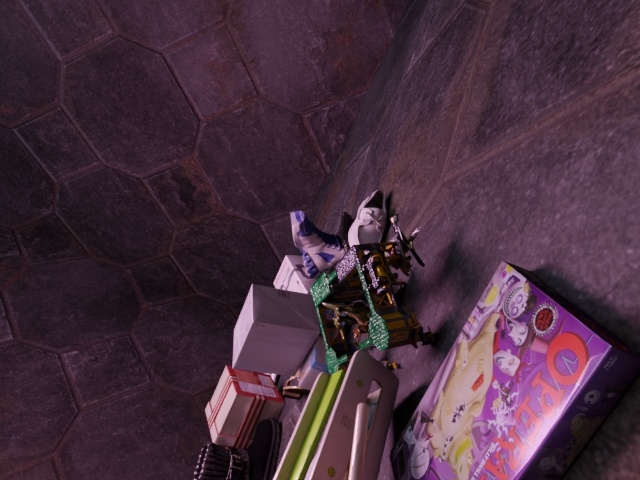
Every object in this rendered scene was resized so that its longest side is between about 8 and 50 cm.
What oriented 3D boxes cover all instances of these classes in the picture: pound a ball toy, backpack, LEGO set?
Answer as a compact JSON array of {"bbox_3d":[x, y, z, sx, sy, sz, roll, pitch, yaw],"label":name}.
[{"bbox_3d":[0.051,0.319,0.604,0.208,0.135,0.319,-44,10,39],"label":"pound a ball toy"},{"bbox_3d":[0.017,0.244,1.262,0.173,0.116,0.158,-95,26,-65],"label":"backpack"},{"bbox_3d":[0.127,0.132,0.843,0.331,0.191,0.255,117,141,-49],"label":"LEGO set"}]

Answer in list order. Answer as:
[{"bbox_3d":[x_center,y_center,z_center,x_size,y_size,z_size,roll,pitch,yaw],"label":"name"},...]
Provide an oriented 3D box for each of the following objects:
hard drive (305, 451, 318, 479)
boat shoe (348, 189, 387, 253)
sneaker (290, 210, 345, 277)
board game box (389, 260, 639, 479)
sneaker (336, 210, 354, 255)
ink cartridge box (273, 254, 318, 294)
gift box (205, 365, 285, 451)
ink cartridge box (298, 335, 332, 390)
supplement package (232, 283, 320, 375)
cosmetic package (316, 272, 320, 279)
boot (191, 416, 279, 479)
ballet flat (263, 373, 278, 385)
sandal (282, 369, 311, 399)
[{"bbox_3d":[-0.008,0.569,0.887,0.203,0.040,0.308,-89,23,-66],"label":"hard drive"},{"bbox_3d":[0.149,-0.058,1.221,0.277,0.098,0.096,-77,11,-48],"label":"boat shoe"},{"bbox_3d":[0.000,0.001,1.611,0.128,0.182,0.316,-102,-6,-48],"label":"sneaker"},{"bbox_3d":[0.192,0.215,0.492,0.208,0.056,0.347,-108,40,-70],"label":"board game box"},{"bbox_3d":[0.090,-0.012,1.495,0.051,0.089,0.171,158,133,-78],"label":"sneaker"},{"bbox_3d":[-0.095,0.201,1.757,0.237,0.100,0.172,56,130,42],"label":"ink cartridge box"},{"bbox_3d":[-0.300,0.708,1.696,0.258,0.276,0.255,-65,22,3],"label":"gift box"},{"bbox_3d":[0.001,0.358,1.163,0.092,0.089,0.143,-82,16,-55],"label":"ink cartridge box"},{"bbox_3d":[-0.134,0.261,1.194,0.149,0.194,0.203,-103,33,-52],"label":"supplement package"},{"bbox_3d":[-0.118,0.243,2.012,0.224,0.138,0.224,150,140,-74],"label":"cosmetic package"},{"bbox_3d":[-0.286,0.743,1.437,0.348,0.259,0.131,-87,20,-63],"label":"boot"},{"bbox_3d":[-0.240,0.570,2.001,0.139,0.139,0.401,132,158,-66],"label":"ballet flat"},{"bbox_3d":[-0.081,0.477,1.394,0.240,0.088,0.079,116,165,-60],"label":"sandal"}]
